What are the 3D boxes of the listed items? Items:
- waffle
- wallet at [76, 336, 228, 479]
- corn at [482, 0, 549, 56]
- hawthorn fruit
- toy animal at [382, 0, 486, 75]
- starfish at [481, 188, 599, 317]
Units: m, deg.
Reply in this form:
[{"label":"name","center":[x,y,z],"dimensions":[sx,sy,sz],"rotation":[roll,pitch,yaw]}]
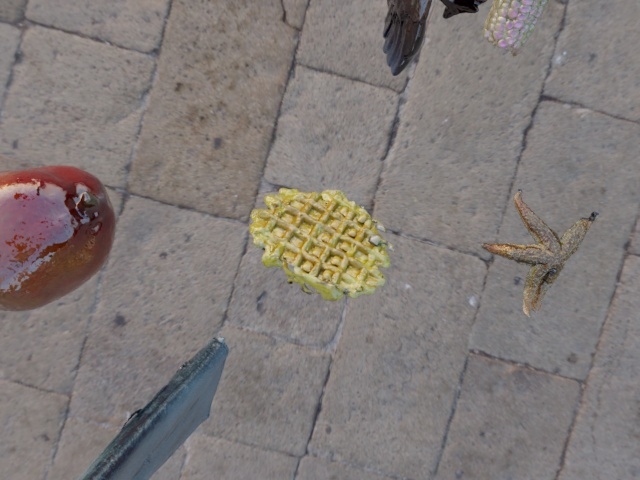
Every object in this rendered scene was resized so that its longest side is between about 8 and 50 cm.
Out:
[{"label":"waffle","center":[0.000,0.002,1.206],"dimensions":[0.262,0.060,0.281],"rotation":[-9,54,-16]},{"label":"wallet","center":[-0.256,0.301,0.864],"dimensions":[0.046,0.379,0.191],"rotation":[29,125,11]},{"label":"corn","center":[0.414,-0.527,1.203],"dimensions":[0.126,0.127,0.335],"rotation":[21,126,0]},{"label":"hawthorn fruit","center":[-0.539,-0.014,1.186],"dimensions":[0.311,0.295,0.295],"rotation":[-31,93,-5]},{"label":"toy animal","center":[0.081,-0.266,0.549],"dimensions":[0.116,0.179,0.219],"rotation":[14,78,32]},{"label":"starfish","center":[0.247,0.004,0.663],"dimensions":[0.130,0.041,0.133],"rotation":[-30,103,1]}]
